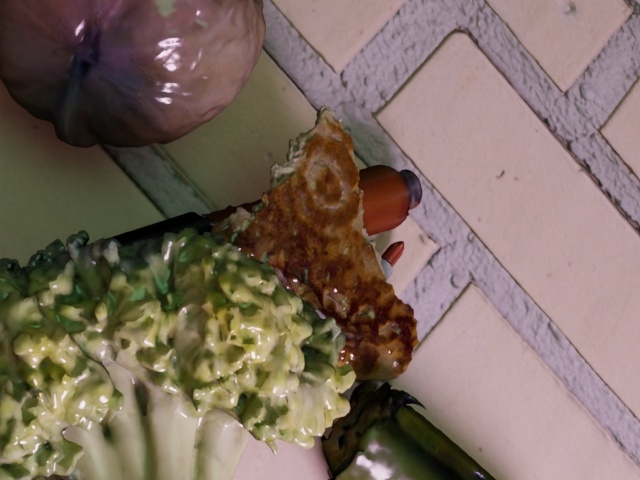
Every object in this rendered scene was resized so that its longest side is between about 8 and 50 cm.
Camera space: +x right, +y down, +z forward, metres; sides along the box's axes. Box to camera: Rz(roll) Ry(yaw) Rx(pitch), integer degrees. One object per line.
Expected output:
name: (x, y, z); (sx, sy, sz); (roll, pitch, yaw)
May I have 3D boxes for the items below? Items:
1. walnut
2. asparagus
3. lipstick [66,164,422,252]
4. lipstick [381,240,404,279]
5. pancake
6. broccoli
walnut: (-0.173, -0.202, 1.415); (0.248, 0.248, 0.248); (10, 69, -27)
asparagus: (0.155, 0.292, 1.517); (0.382, 0.108, 0.128); (42, 58, -14)
lipstick: (-0.070, -0.002, 1.500); (0.418, 0.077, 0.077); (-17, 83, -35)
lipstick: (0.049, 0.044, 1.580); (0.030, 0.030, 0.129); (47, 58, -9)
pancake: (0.000, 0.000, 1.487); (0.266, 0.057, 0.245); (20, 73, -41)
broccoli: (-0.143, 0.154, 1.262); (0.347, 0.293, 0.281); (-5, 56, -2)
